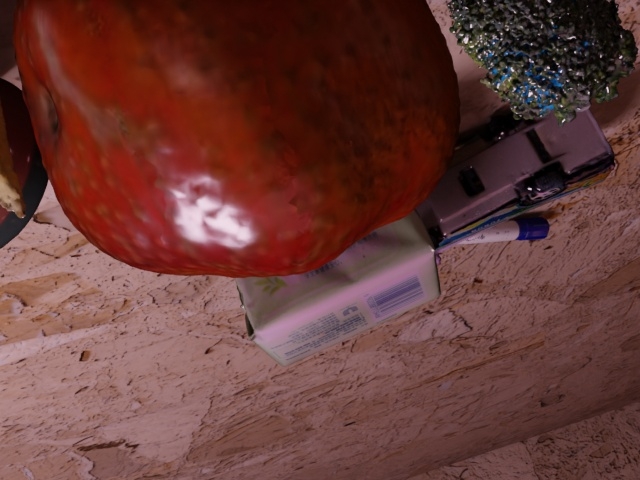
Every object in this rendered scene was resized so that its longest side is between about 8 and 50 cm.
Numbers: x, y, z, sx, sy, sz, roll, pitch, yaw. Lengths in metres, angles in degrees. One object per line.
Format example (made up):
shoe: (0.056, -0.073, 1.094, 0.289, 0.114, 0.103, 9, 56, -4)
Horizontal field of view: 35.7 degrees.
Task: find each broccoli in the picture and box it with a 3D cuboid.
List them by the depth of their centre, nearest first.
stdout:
broccoli: (0.196, -0.180, 0.908, 0.167, 0.154, 0.160, -17, -166, -14)

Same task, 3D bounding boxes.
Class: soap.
soap: (0.000, 0.000, 1.007, 0.199, 0.182, 0.138, -25, 156, 2)

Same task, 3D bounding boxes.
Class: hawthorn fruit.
hawthorn fruit: (-0.064, -0.114, 0.649, 0.275, 0.299, 0.275, -30, -165, 9)

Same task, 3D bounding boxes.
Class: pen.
pen: (0.203, -0.011, 1.326, 0.269, 0.033, 0.033, -3, 148, -34)

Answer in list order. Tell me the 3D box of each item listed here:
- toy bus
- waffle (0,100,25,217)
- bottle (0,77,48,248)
toy bus: (0.171, -0.052, 1.145, 0.317, 0.112, 0.138, -25, 165, 6)
waffle: (-0.241, -0.108, 0.589, 0.032, 0.191, 0.125, -29, 154, 20)
bottle: (-0.327, -0.090, 0.607, 0.144, 0.144, 0.336, -31, 153, 16)
